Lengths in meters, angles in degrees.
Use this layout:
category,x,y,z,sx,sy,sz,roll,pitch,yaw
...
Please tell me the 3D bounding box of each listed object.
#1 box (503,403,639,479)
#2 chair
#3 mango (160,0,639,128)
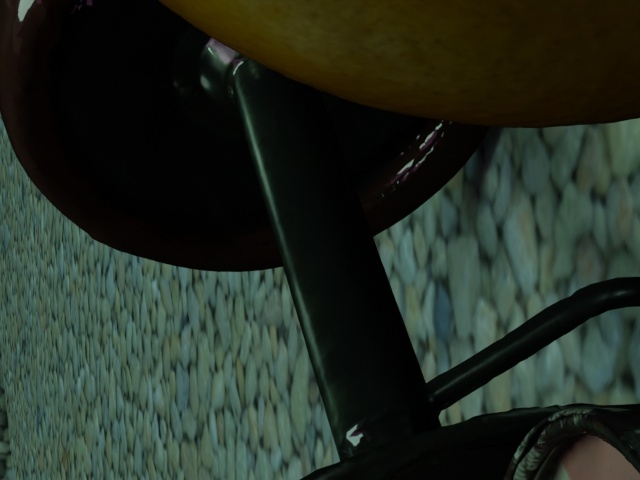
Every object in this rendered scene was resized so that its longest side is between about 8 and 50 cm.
category,x,y,z,sx,sy,sz,roll,pitch,yaw
box,0.122,0.109,0.407,0.151,0.135,0.151,178,90,-77
chair,0.000,0.000,0.655,0.401,0.226,0.227,-110,24,-46
mango,0.031,-0.115,0.478,0.187,0.257,0.138,113,151,-53
